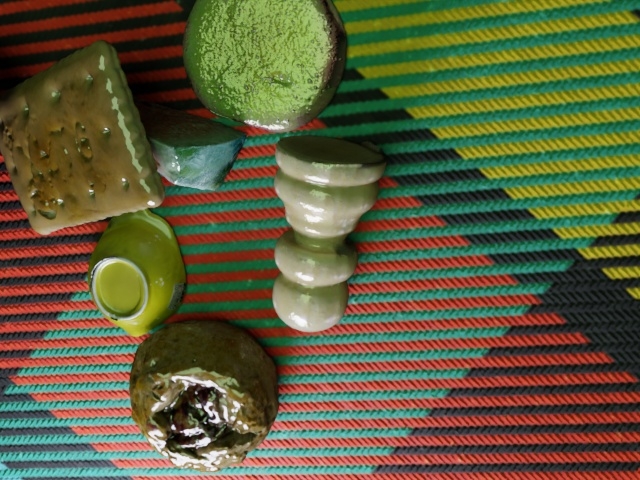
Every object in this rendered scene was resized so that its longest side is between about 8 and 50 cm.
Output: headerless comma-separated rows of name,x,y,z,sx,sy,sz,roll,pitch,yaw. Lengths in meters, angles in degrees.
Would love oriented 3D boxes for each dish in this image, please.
dish,-0.274,0.054,1.198,0.149,0.080,0.207,6,107,10

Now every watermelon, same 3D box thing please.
watermelon,-0.242,-0.144,1.124,0.241,0.154,0.094,27,108,19

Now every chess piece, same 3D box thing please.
chess piece,0.000,0.000,1.104,0.143,0.143,0.260,11,110,9

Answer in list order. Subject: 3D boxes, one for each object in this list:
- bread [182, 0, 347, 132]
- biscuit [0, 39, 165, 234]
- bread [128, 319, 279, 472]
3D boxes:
bread,-0.077,-0.250,1.102,0.229,0.033,0.228,2,105,10
biscuit,-0.338,-0.122,1.110,0.325,0.044,0.217,-8,105,44
bread,-0.171,0.225,1.198,0.230,0.123,0.230,2,102,11
